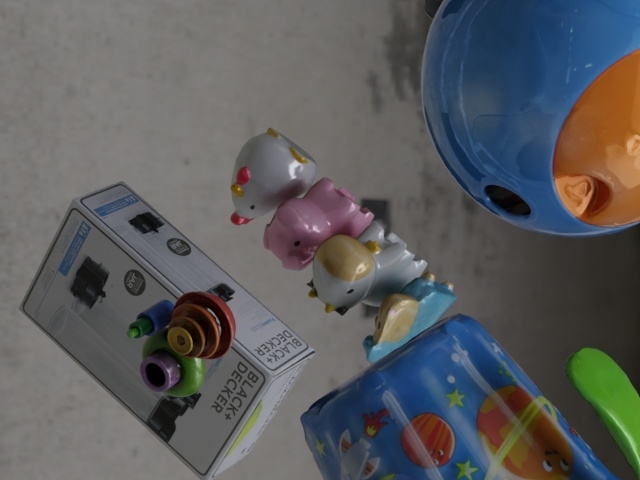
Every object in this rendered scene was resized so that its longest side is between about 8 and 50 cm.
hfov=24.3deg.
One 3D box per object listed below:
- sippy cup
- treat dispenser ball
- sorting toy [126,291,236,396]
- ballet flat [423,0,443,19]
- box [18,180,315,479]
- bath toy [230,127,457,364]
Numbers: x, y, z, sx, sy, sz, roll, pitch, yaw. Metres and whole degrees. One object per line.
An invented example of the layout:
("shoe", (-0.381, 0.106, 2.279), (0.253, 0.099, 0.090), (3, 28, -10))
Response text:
("sippy cup", (0.107, 0.189, 1.181), (0.224, 0.305, 0.240), (57, 3, 6))
("treat dispenser ball", (0.236, -0.147, 1.376), (0.288, 0.288, 0.288), (5, 90, -67))
("sorting toy", (-0.101, 0.071, 0.995), (0.042, 0.061, 0.102), (-33, 167, -51))
("ballet flat", (0.220, -0.309, 1.868), (0.074, 0.203, 0.074), (-16, 108, -59))
("box", (-0.166, 0.094, 1.575), (0.087, 0.290, 0.169), (-28, 155, -57))
("bath toy", (0.000, 0.000, 1.779), (0.129, 0.348, 0.151), (-51, 145, 8))
